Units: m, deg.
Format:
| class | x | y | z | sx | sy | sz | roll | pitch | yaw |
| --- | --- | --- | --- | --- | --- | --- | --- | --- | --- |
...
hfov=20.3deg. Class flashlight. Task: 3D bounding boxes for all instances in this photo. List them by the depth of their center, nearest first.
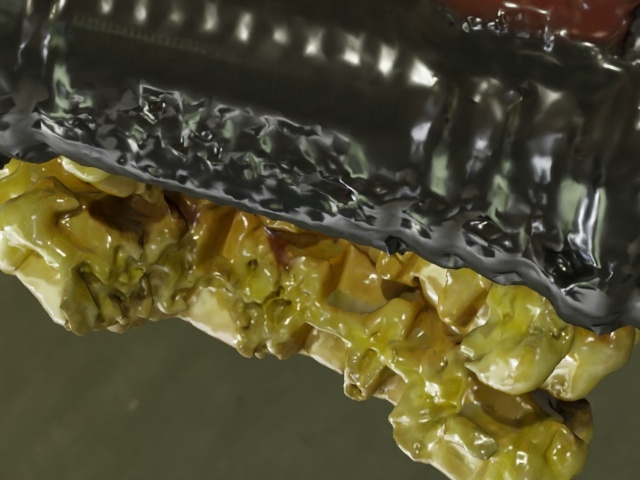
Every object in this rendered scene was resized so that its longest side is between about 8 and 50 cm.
| class | x | y | z | sx | sy | sz | roll | pitch | yaw |
| --- | --- | --- | --- | --- | --- | --- | --- | --- | --- |
| flashlight | 0.020 | -0.031 | 0.375 | 0.232 | 0.093 | 0.093 | 17 | 53 | 11 |

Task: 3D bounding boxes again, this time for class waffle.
| class | x | y | z | sx | sy | sz | roll | pitch | yaw |
| --- | --- | --- | --- | --- | --- | --- | --- | --- | --- |
| waffle | 0.000 | 0.000 | 0.895 | 0.151 | 0.324 | 0.261 | -62 | 8 | 15 |
